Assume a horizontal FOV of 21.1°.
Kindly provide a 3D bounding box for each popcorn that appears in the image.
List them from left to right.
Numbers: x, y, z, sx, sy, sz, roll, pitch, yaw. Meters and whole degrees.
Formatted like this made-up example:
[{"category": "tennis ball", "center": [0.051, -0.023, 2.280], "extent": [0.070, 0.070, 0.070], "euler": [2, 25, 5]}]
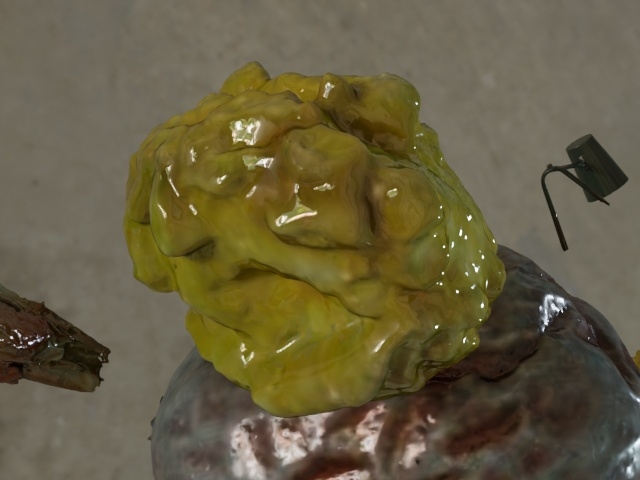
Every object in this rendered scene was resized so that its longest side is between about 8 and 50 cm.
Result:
[{"category": "popcorn", "center": [0.002, -0.005, 0.869], "extent": [0.155, 0.197, 0.198], "euler": [-45, 105, -33]}]

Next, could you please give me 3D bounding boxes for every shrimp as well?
[{"category": "shrimp", "center": [-0.201, 0.034, 0.904], "extent": [0.217, 0.051, 0.115], "euler": [34, 5, -32]}]

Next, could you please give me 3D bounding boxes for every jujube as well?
[{"category": "jujube", "center": [0.061, 0.126, 1.095], "extent": [0.246, 0.308, 0.215], "euler": [-36, 111, -64]}]

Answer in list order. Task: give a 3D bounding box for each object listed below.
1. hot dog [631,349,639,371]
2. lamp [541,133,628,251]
[{"category": "hot dog", "center": [0.376, 0.091, 1.435], "extent": [0.123, 0.261, 0.093], "euler": [-104, -172, -61]}, {"category": "lamp", "center": [0.170, -0.042, 1.125], "extent": [0.054, 0.041, 0.121], "euler": [58, 23, -8]}]
